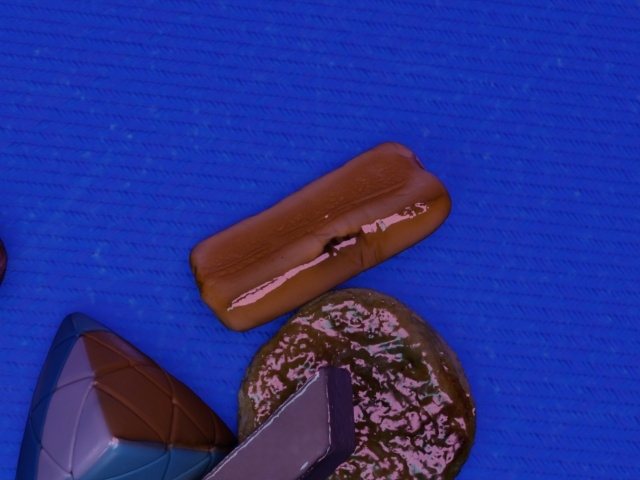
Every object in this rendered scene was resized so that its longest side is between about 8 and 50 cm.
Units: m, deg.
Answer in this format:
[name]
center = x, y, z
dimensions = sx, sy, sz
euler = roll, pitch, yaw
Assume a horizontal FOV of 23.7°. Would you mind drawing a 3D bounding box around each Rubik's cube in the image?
[Rubik's cube]
center = -0.239, 0.232, 1.605
dimensions = 0.254, 0.254, 0.254
euler = 1, 81, -8

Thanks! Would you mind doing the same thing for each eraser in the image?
[eraser]
center = -0.087, 0.278, 1.626
dimensions = 0.352, 0.111, 0.077
euler = -44, 75, 7

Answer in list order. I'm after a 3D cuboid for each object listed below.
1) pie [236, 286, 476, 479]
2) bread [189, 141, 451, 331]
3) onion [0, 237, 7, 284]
[pie]
center = 0.036, 0.191, 1.717
dimensions = 0.277, 0.078, 0.277
euler = 1, 79, -6
[bread]
center = 0.000, 0.000, 1.725
dimensions = 0.305, 0.142, 0.091
euler = -28, 129, -10
[onion]
center = -0.438, 0.012, 1.650
dimensions = 0.195, 0.159, 0.159
euler = 35, 78, 20
